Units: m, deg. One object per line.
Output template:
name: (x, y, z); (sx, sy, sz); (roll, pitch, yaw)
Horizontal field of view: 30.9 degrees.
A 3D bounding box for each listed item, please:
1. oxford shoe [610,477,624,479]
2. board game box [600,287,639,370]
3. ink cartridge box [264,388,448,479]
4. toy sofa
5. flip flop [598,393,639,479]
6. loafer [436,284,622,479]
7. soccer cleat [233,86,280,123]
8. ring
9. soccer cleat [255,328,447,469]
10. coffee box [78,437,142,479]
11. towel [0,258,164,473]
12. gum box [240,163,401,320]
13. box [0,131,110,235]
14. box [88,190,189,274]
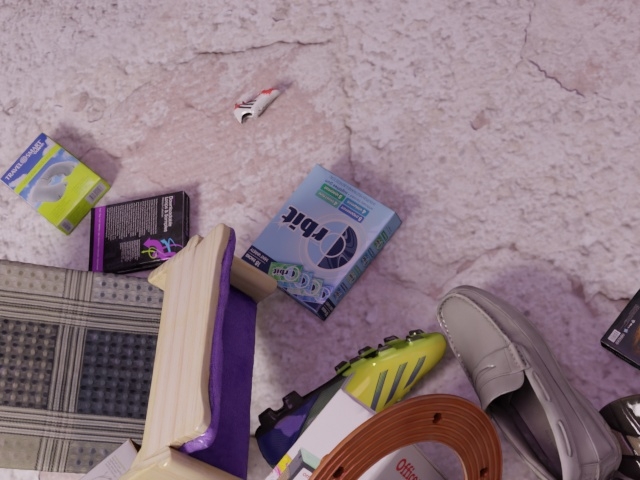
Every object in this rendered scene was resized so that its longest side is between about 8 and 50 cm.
oxford shoe: (0.380, 0.388, 1.355); (0.076, 0.076, 0.212); (-46, 57, 29)
board game box: (0.465, 0.093, 1.481); (0.126, 0.026, 0.186); (35, 80, 29)
ink cartridge box: (0.009, 0.345, 1.416); (0.117, 0.201, 0.278); (35, 81, 33)
toy sofa: (-0.136, 0.168, 1.506); (0.177, 0.150, 0.362); (-35, 37, 34)
flip flop: (0.465, 0.220, 1.382); (0.277, 0.080, 0.112); (-20, 77, 29)
loafer: (0.243, 0.181, 1.454); (0.319, 0.111, 0.112); (50, 132, 31)
soccer cleat: (-0.098, -0.213, 1.829); (0.083, 0.029, 0.035); (-24, 68, 11)
ring: (0.079, 0.323, 1.335); (0.336, 0.336, 0.032); (-50, 42, -8)
soccer cleat: (0.052, 0.221, 1.546); (0.289, 0.093, 0.121); (-31, 89, -2)
coffee box: (-0.295, 0.396, 1.534); (0.246, 0.141, 0.098); (-40, 54, -2)
towel: (-0.380, 0.181, 1.653); (0.324, 0.056, 0.312); (8, 66, -11)
gum box: (0.000, 0.000, 1.681); (0.157, 0.041, 0.184); (34, 81, 29)
box: (-0.439, -0.098, 1.885); (0.178, 0.042, 0.109); (35, 80, 29)
box: (-0.281, -0.008, 1.793); (0.162, 0.029, 0.116); (-10, 63, 16)
